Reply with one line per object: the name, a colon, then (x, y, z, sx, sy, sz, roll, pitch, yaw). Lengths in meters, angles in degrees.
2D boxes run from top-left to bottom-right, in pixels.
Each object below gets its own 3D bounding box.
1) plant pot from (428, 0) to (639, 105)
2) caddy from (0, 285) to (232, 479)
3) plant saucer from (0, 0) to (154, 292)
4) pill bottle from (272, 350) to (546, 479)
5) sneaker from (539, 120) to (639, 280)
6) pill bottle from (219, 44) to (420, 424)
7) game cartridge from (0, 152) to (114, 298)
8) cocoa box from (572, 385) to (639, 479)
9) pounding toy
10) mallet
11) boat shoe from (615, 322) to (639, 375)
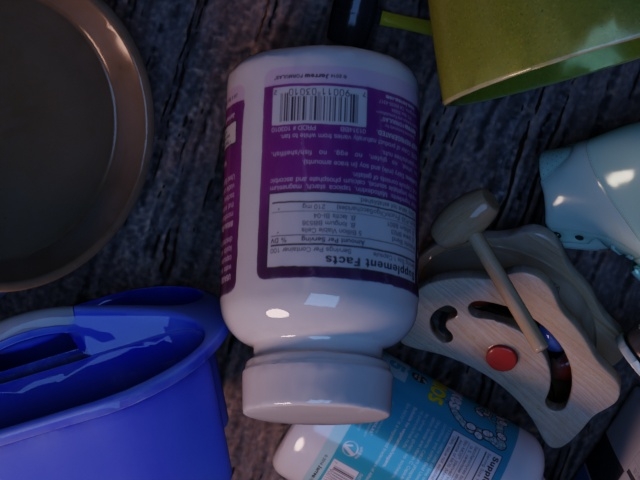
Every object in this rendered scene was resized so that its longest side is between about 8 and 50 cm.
plant pot: (0.193, -0.289, 1.584, 0.275, 0.275, 0.293, -16, 89, 2)
caddy: (-0.232, 0.144, 1.670, 0.341, 0.241, 0.179, -17, 110, 1)
plant saucer: (-0.268, -0.096, 1.605, 0.278, 0.041, 0.277, -5, 99, -33)
pill bottle: (0.100, 0.206, 1.731, 0.264, 0.146, 0.146, 30, 102, -1)
sneaker: (0.285, 0.002, 1.746, 0.151, 0.094, 0.256, -9, 124, 26)
pill bottle: (0.000, 0.000, 1.621, 0.169, 0.169, 0.301, 2, 77, -4)
game cartridge: (-0.328, -0.097, 1.696, 0.196, 0.060, 0.294, -37, 104, 11)
cocoa box: (0.390, 0.340, 1.756, 0.347, 0.231, 0.228, 31, 101, -10)
pounding toy: (0.153, 0.086, 1.700, 0.154, 0.155, 0.269, -26, 115, 29)
mallet: (0.102, -0.198, 1.701, 0.190, 0.039, 0.062, 4, 103, -9)
boat shoe: (0.367, 0.133, 1.736, 0.228, 0.081, 0.068, 34, 114, -20)
